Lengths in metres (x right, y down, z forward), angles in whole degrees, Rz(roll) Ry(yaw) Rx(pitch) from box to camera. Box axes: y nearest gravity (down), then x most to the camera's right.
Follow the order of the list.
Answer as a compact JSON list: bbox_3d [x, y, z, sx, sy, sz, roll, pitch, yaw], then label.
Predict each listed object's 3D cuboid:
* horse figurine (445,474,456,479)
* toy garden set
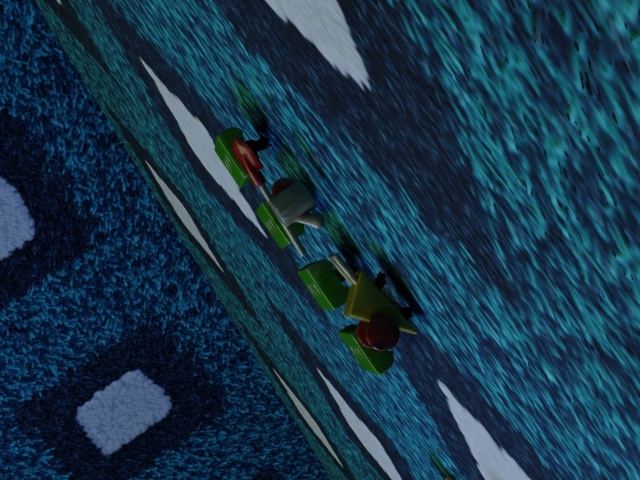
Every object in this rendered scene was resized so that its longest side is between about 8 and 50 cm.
[{"bbox_3d":[0.185,0.374,1.656,0.174,0.066,0.263,57,172,32],"label":"horse figurine"},{"bbox_3d":[0.000,0.000,1.262,0.244,0.049,0.204,56,174,-1],"label":"toy garden set"}]
